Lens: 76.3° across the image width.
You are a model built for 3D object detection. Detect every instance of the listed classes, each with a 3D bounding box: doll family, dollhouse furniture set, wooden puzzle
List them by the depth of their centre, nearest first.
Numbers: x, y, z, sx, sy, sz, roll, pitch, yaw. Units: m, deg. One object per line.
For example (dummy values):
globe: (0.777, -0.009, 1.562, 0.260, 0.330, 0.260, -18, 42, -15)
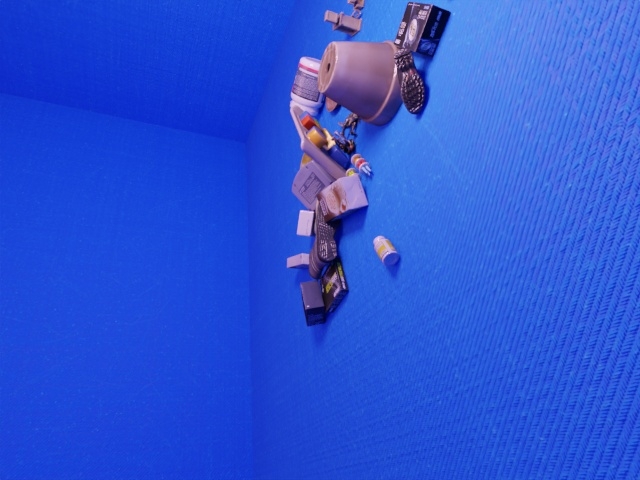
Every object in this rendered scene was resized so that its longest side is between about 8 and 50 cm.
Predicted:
doll family: (0.111, -0.436, 1.843, 0.076, 0.111, 0.193, -42, -4, 22)
wooden puzzle: (0.013, -0.456, 1.884, 0.081, 0.322, 0.347, -36, 42, 23)
dollhouse furniture set: (0.104, -1.110, 1.979, 0.101, 0.182, 0.160, -162, 80, -67)

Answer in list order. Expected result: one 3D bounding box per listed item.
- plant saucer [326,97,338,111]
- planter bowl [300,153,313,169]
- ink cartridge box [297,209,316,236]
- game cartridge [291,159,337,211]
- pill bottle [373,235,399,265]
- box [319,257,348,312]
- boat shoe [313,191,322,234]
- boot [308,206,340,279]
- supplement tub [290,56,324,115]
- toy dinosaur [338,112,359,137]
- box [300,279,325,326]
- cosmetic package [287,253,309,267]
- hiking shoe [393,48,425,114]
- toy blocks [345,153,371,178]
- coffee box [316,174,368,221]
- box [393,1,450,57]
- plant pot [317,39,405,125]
plant saucer: (0.084, -0.767, 2.117, 0.199, 0.036, 0.198, -174, 90, -68)
planter bowl: (-0.034, -0.401, 2.217, 0.217, 0.091, 0.217, -173, 90, -67)
ink cartridge box: (-0.060, -0.087, 2.106, 0.175, 0.073, 0.127, 0, -82, -79)
game cartridge: (-0.039, -0.286, 2.098, 0.198, 0.062, 0.297, 51, 146, 4)
pill bottle: (0.235, 0.034, 1.477, 0.116, 0.065, 0.065, -113, 37, -51)
box: (0.058, 0.206, 1.876, 0.190, 0.045, 0.184, 119, 152, -43)
boat shoe: (0.017, -0.128, 2.040, 0.074, 0.080, 0.223, 16, 109, 23)
boot: (0.000, 0.000, 1.955, 0.222, 0.118, 0.338, 122, 161, -56)
supplement tub: (-0.055, -0.860, 2.275, 0.191, 0.191, 0.272, -115, 39, -52)
toy dinosaur: (0.134, -0.543, 1.906, 0.268, 0.064, 0.118, 168, 113, -70)
box: (-0.037, 0.301, 1.951, 0.158, 0.093, 0.155, 87, 171, -48)
cosmetic package: (-0.097, 0.116, 2.209, 0.239, 0.099, 0.060, 159, 113, -65)
hiking shoe: (0.323, -0.554, 1.441, 0.114, 0.086, 0.226, -11, -90, -71)
toy blocks: (0.168, -0.288, 1.748, 0.148, 0.054, 0.123, -117, 41, -53)
coffee box: (0.091, -0.179, 1.789, 0.246, 0.098, 0.141, -26, 81, 64)
box: (0.347, -0.738, 1.420, 0.180, 0.078, 0.147, -116, 39, -53)
plant pot: (0.150, -0.642, 1.607, 0.323, 0.281, 0.322, -174, 90, -69)
